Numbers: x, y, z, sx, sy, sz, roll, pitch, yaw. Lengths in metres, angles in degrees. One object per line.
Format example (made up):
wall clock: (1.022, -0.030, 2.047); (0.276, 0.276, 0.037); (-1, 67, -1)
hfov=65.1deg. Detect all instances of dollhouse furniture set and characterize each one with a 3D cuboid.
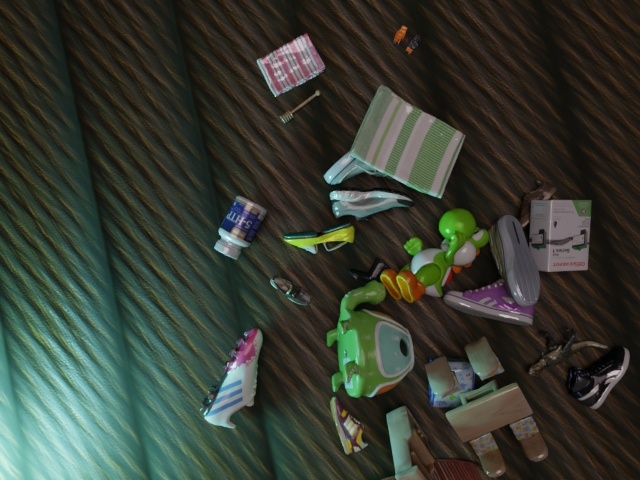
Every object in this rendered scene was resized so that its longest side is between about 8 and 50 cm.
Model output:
dollhouse furniture set: (0.408, 0.551, 1.419); (0.394, 0.256, 0.362); (-29, 110, 12)

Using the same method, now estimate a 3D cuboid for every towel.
towel: (-0.100, -0.588, 1.676); (0.197, 0.029, 0.144); (-28, 85, 1)
towel: (0.275, -0.299, 1.542); (0.324, 0.038, 0.248); (26, 79, -15)

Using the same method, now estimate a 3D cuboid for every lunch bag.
lunch bag: (0.407, 0.445, 1.561); (0.128, 0.096, 0.151); (1, 89, 2)

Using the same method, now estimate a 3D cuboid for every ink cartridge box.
ink cartridge box: (0.735, -0.015, 1.542); (0.160, 0.092, 0.219); (-2, 95, -18)

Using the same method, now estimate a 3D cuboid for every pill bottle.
pill bottle: (-0.260, -0.040, 1.610); (0.112, 0.112, 0.187); (27, 88, 4)

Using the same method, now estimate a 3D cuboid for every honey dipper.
honey dipper: (-0.064, -0.449, 1.669); (0.160, 0.030, 0.030); (-38, 86, -5)

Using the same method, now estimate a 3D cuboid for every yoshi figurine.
yoshi figurine: (0.355, 0.025, 1.537); (0.362, 0.203, 0.203); (-32, 60, -18)

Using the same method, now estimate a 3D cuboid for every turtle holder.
turtle holder: (0.149, 0.312, 1.535); (0.227, 0.243, 0.320); (-1, 46, -12)

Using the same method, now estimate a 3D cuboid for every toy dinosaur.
toy dinosaur: (0.757, 0.334, 1.573); (0.268, 0.064, 0.118); (-21, 100, 0)

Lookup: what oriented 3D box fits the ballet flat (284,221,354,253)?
ballet flat: (0.000, 0.000, 1.620); (0.231, 0.077, 0.077); (-11, 103, 0)

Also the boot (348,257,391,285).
boot: (0.162, 0.100, 1.618); (0.121, 0.045, 0.099); (36, 91, -3)

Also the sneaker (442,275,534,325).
sneaker: (0.533, 0.162, 1.582); (0.282, 0.102, 0.161); (13, 77, -1)

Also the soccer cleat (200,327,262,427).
soccer cleat: (-0.248, 0.439, 1.594); (0.143, 0.116, 0.331); (31, 91, -12)

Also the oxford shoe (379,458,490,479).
oxford shoe: (0.329, 0.791, 1.549); (0.397, 0.140, 0.147); (-11, 117, -3)

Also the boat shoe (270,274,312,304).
boat shoe: (-0.097, 0.163, 1.622); (0.152, 0.049, 0.056); (28, 88, 3)

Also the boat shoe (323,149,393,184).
boat shoe: (0.193, -0.259, 1.604); (0.367, 0.136, 0.156); (-36, 89, -10)

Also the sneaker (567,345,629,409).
sneaker: (0.851, 0.403, 1.553); (0.121, 0.079, 0.217); (31, 90, 2)

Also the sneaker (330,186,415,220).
sneaker: (0.167, -0.116, 1.613); (0.271, 0.100, 0.108); (0, 101, 6)

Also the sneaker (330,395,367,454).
sneaker: (0.090, 0.575, 1.587); (0.083, 0.069, 0.186); (-17, 92, -7)

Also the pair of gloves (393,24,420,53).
pair of gloves: (0.289, -0.671, 1.674); (0.083, 0.010, 0.074); (32, 88, 3)

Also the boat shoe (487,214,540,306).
boat shoe: (0.586, 0.068, 1.531); (0.109, 0.094, 0.302); (12, 58, -19)

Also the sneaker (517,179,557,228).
sneaker: (0.672, -0.111, 1.609); (0.071, 0.066, 0.188); (40, 84, 21)
